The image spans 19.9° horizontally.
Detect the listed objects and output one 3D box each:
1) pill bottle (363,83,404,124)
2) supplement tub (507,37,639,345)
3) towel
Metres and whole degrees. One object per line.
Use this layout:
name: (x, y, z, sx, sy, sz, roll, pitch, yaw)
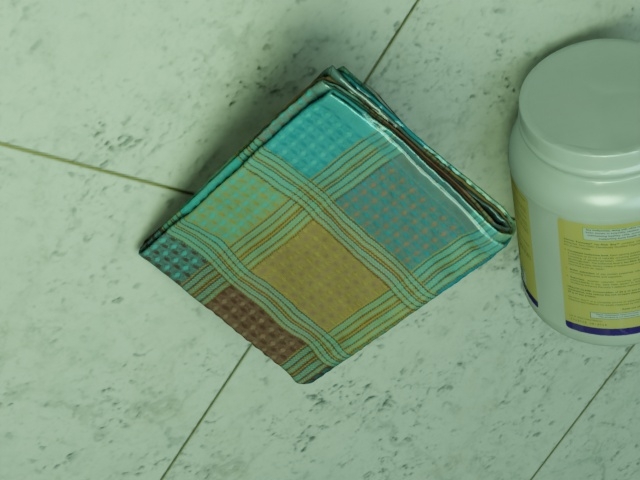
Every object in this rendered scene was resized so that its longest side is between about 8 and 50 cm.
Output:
pill bottle: (0.061, -0.087, 2.040, 0.108, 0.180, 0.108, -19, 135, -20)
supplement tub: (0.355, -0.057, 2.226, 0.241, 0.241, 0.331, -26, 138, -13)
towel: (0.000, 0.000, 1.984, 0.271, 0.040, 0.370, 40, 130, -13)
